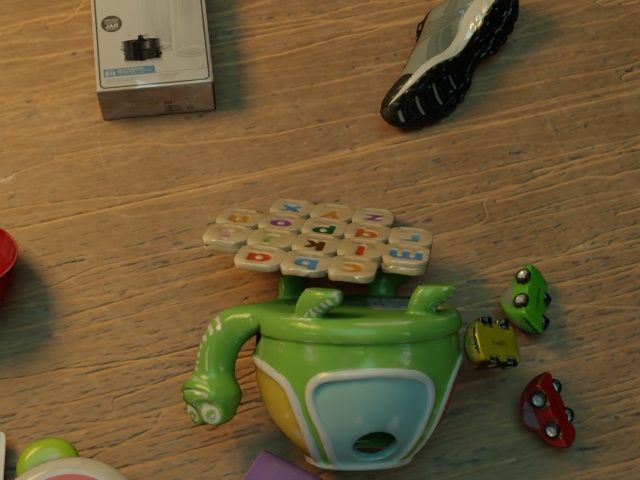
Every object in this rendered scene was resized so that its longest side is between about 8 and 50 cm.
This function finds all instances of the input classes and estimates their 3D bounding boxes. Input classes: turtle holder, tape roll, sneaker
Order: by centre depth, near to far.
[{"bbox_3d":[-0.074,0.349,1.361,0.080,0.189,0.189,25,70,8],"label":"tape roll"},{"bbox_3d":[0.018,0.160,1.404,0.320,0.243,0.227,-4,97,-34],"label":"turtle holder"},{"bbox_3d":[0.174,-0.270,1.672,0.108,0.100,0.271,30,72,35],"label":"sneaker"}]

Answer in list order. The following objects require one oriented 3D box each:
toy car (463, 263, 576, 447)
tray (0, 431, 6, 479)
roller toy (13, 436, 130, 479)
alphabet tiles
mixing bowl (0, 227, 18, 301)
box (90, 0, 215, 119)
[{"bbox_3d":[0.259,0.129,1.506,0.239,0.053,0.225,46,40,-29],"label":"toy car"},{"bbox_3d":[-0.464,0.372,1.421,0.145,0.030,0.270,-2,69,-2],"label":"tray"},{"bbox_3d":[-0.297,0.359,1.371,0.191,0.146,0.209,25,72,-4],"label":"roller toy"},{"bbox_3d":[0.000,0.000,1.480,0.284,0.278,0.021,7,109,6],"label":"alphabet tiles"},{"bbox_3d":[-0.481,0.058,1.488,0.181,0.098,0.181,4,31,-2],"label":"mixing bowl"},{"bbox_3d":[-0.248,-0.328,1.669,0.169,0.087,0.290,-5,69,-4],"label":"box"}]
